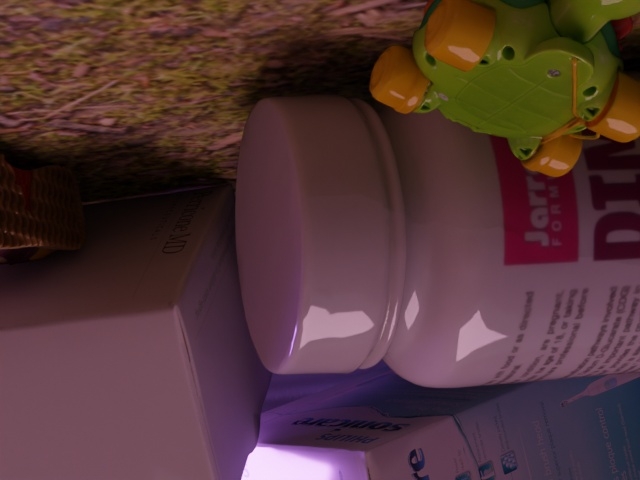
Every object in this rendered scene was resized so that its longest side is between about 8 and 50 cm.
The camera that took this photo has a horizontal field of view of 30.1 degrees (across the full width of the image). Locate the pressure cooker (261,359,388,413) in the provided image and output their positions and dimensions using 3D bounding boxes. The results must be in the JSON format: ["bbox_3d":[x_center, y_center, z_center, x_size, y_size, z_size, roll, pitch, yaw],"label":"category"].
[{"bbox_3d":[0.092,0.195,1.201,0.420,0.375,0.370,-6,-174,-2],"label":"pressure cooker"}]

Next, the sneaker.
[{"bbox_3d":[-0.201,-0.015,0.651,0.084,0.069,0.185,-14,168,13],"label":"sneaker"}]

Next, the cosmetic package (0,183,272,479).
[{"bbox_3d":[-0.230,0.087,0.771,0.366,0.155,0.197,-9,-158,8],"label":"cosmetic package"}]

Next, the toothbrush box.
[{"bbox_3d":[0.095,0.155,0.846,0.295,0.126,0.216,-15,-177,-35],"label":"toothbrush box"}]

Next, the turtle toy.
[{"bbox_3d":[0.083,-0.079,0.454,0.095,0.066,0.130,22,159,-16],"label":"turtle toy"}]

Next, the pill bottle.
[{"bbox_3d":[0.108,-0.008,0.611,0.283,0.160,0.160,-3,170,-17],"label":"pill bottle"}]
